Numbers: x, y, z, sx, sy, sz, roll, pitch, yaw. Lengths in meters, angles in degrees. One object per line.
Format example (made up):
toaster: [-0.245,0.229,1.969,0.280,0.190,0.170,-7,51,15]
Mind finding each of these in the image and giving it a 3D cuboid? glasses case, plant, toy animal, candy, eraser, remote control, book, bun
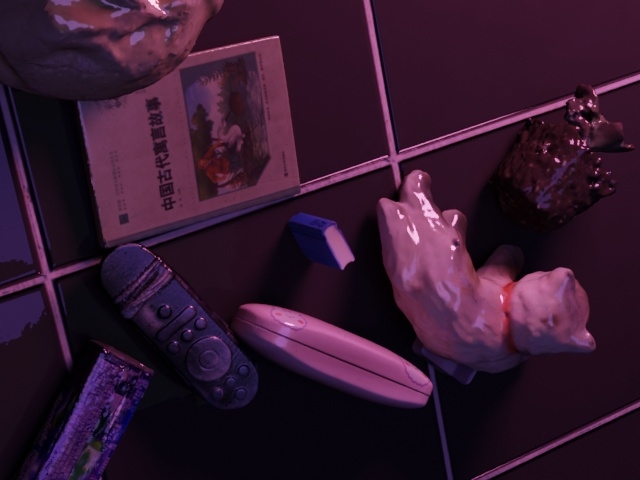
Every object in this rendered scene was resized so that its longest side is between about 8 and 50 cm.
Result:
glasses case: [0.017,0.150,1.842,0.297,0.113,0.075,26,84,-33]
plant: [0.336,-0.110,1.976,0.203,0.131,0.142,-37,115,-10]
toy animal: [0.223,0.048,1.903,0.266,0.188,0.308,-19,103,-29]
candy: [-0.308,0.271,1.699,0.088,0.061,0.312,33,83,-33]
eraser: [0.000,0.000,1.820,0.027,0.084,0.063,-40,118,-20]
remote control: [-0.175,0.101,1.750,0.090,0.066,0.266,-43,114,-8]
eraser: [0.180,0.151,1.994,0.105,0.026,0.065,38,76,-31]
book: [-0.157,-0.123,1.739,0.282,0.025,0.215,-19,110,-29]
bun: [-0.252,-0.321,1.529,0.365,0.219,0.365,-4,97,-30]
